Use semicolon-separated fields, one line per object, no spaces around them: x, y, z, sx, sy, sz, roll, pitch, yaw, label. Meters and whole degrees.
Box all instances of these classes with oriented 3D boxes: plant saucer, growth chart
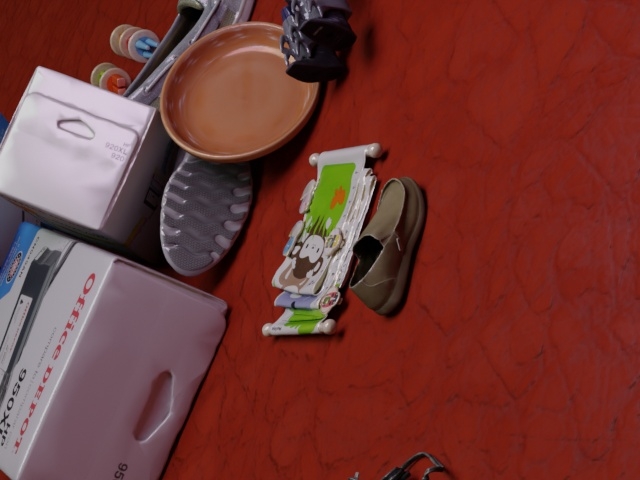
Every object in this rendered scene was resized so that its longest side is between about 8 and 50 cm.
-0.093;-0.173;1.802;0.200;0.037;0.200;-8;58;12;plant saucer
0.000;0.000;1.609;0.172;0.021;0.237;-17;52;57;growth chart

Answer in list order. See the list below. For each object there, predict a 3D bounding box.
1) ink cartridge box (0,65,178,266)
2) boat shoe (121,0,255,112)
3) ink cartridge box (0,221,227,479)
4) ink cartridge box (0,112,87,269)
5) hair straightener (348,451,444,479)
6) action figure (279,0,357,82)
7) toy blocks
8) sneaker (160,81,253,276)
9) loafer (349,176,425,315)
-0.283;-0.089;1.911;0.233;0.171;0.168;50;-119;-74;ink cartridge box
-0.182;-0.284;2.081;0.118;0.103;0.320;7;69;62;boat shoe
-0.304;0.150;1.866;0.395;0.166;0.285;14;80;62;ink cartridge box
-0.461;-0.006;2.121;0.129;0.307;0.223;-2;59;19;ink cartridge box
0.028;0.237;1.323;0.230;0.047;0.089;-40;36;39;hair straightener
-0.030;-0.330;1.757;0.185;0.099;0.285;-50;47;45;action figure
-0.299;-0.273;2.344;0.123;0.054;0.148;-64;27;1;toy blocks
-0.135;-0.075;1.864;0.115;0.105;0.281;113;170;-62;sneaker
0.063;-0.002;1.460;0.056;0.050;0.148;-29;44;50;loafer
